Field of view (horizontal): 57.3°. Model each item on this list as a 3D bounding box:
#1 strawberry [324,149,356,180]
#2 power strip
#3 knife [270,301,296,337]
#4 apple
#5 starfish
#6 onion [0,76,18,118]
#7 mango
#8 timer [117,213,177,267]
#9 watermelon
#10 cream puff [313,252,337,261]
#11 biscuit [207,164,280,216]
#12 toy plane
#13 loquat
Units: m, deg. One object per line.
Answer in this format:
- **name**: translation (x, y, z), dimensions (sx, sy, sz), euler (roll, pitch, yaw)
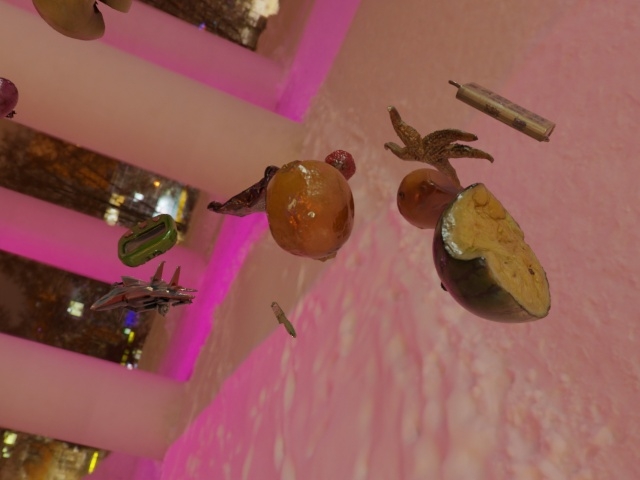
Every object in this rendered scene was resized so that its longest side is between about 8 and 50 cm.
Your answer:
- **strawberry**: translation (0.058, -0.215, 1.719), dimensions (0.106, 0.106, 0.106), euler (-57, 22, 38)
- **power strip**: translation (0.400, -0.299, 1.317), dimensions (0.092, 0.268, 0.034), euler (-28, -34, -51)
- **knife**: translation (-0.095, 0.201, 1.482), dimensions (0.030, 0.014, 0.207), euler (-65, 25, 9)
- **apple**: translation (-0.704, -0.741, 1.708), dimensions (0.292, 0.254, 0.292), euler (-45, -12, -12)
- **starfish**: translation (0.185, -0.148, 0.977), dimensions (0.223, 0.216, 0.050), euler (17, 78, 52)
- **onion**: translation (-0.737, -0.317, 1.328), dimensions (0.115, 0.104, 0.115), euler (-13, 54, 19)
- **mango**: translation (0.309, -0.106, 1.606), dimensions (0.166, 0.236, 0.136), euler (-50, 39, 34)
- **timer**: translation (-0.387, 0.000, 1.316), dimensions (0.140, 0.047, 0.128), euler (-28, 35, -2)
- **watermelon**: translation (0.368, 0.051, 1.343), dimensions (0.189, 0.330, 0.331), euler (-26, 43, 35)
- **cream puff**: translation (0.000, 0.000, 2.013), dimensions (0.116, 0.146, 0.146), euler (113, 174, -79)
- **biscuit**: translation (-0.157, -0.107, 1.444), dimensions (0.235, 0.151, 0.063), euler (-26, 75, 26)
- **toy plane**: translation (-0.445, 0.138, 1.432), dimensions (0.326, 0.222, 0.105), euler (-32, -46, -65)
- **loquat**: translation (-0.019, -0.061, 1.237), dimensions (0.176, 0.187, 0.234), euler (-103, -4, -62)
